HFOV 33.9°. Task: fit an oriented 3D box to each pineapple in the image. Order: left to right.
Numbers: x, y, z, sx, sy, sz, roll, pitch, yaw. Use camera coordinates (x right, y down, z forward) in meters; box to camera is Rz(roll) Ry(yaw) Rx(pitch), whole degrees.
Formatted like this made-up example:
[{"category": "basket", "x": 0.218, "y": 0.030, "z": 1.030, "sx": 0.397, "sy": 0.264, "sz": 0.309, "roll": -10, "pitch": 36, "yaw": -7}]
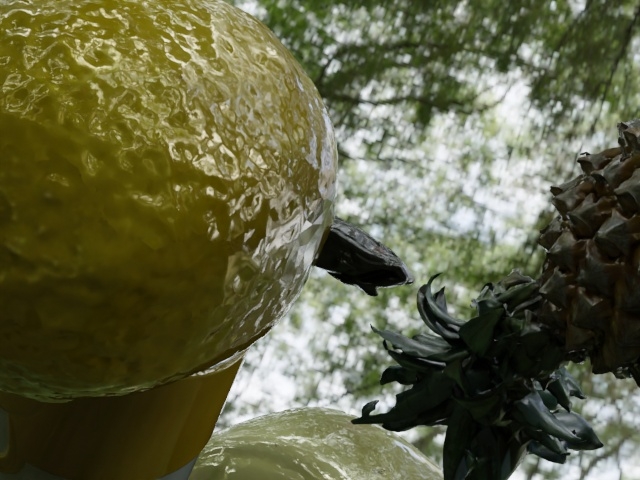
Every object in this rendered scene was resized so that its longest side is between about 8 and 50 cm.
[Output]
[{"category": "pineapple", "x": 0.103, "y": 0.021, "z": 0.361, "sx": 0.103, "sy": 0.083, "sz": 0.221, "roll": 0, "pitch": -31, "yaw": -33}]

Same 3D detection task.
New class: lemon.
[{"category": "lemon", "x": -0.096, "y": -0.028, "z": 0.494, "sx": 0.204, "sy": 0.260, "sz": 0.204, "roll": 9, "pitch": -68, "yaw": 24}]

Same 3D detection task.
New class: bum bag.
[{"category": "bum bag", "x": 0.000, "y": -0.001, "z": 0.630, "sx": 0.124, "sy": 0.034, "sz": 0.058, "roll": 29, "pitch": -7, "yaw": 4}]

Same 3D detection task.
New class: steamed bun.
[{"category": "steamed bun", "x": 0.002, "y": 0.231, "z": 0.923, "sx": 0.273, "sy": 0.232, "sz": 0.166, "roll": 23, "pitch": -70, "yaw": 32}]

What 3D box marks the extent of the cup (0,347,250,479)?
[{"category": "cup", "x": -0.155, "y": 0.052, "z": 0.727, "sx": 0.241, "sy": 0.185, "sz": 0.226, "roll": 52, "pitch": -49, "yaw": 24}]
